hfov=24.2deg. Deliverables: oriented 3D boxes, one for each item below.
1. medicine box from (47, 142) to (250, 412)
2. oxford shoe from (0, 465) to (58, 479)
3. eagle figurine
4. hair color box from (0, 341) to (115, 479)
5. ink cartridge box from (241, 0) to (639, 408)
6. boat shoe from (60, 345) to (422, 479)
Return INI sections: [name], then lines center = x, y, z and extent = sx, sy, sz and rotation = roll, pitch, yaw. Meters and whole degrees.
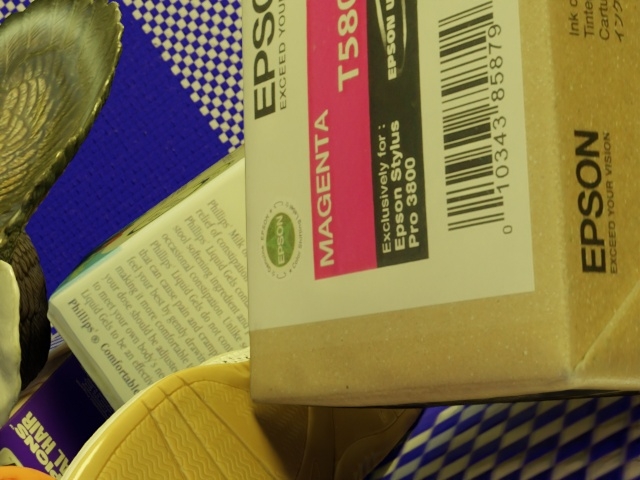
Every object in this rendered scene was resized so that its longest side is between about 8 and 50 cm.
[medicine box]
center = 0.000, 0.000, 0.912
extent = 0.289, 0.149, 0.263
rotation = -36, 6, -2
[oxford shoe]
center = -0.175, 0.195, 0.494
extent = 0.132, 0.130, 0.363
rotation = -41, 2, 27
[eagle figurine]
center = -0.218, -0.014, 0.915
extent = 0.226, 0.225, 0.298
rotation = -18, 10, 36
[hair color box]
center = -0.218, 0.171, 0.977
extent = 0.185, 0.110, 0.339
rotation = -33, 8, 11
[ink cartridge box]
center = 0.053, -0.055, 0.563
extent = 0.088, 0.235, 0.193
rotation = 3, -10, -35
[boat shoe]
center = -0.043, 0.102, 0.642
extent = 0.096, 0.098, 0.277
rotation = -32, -2, 29
